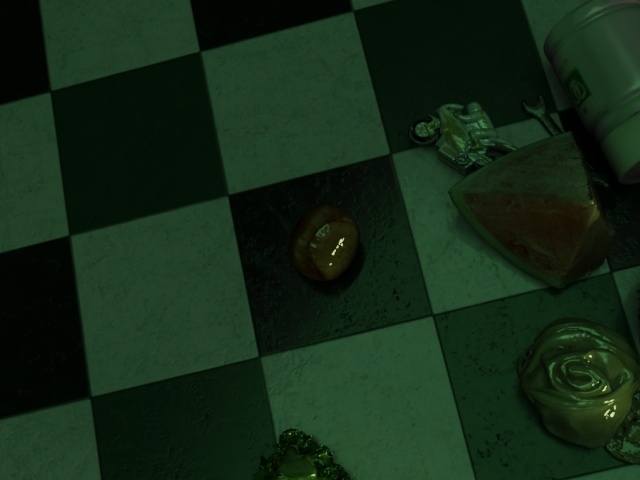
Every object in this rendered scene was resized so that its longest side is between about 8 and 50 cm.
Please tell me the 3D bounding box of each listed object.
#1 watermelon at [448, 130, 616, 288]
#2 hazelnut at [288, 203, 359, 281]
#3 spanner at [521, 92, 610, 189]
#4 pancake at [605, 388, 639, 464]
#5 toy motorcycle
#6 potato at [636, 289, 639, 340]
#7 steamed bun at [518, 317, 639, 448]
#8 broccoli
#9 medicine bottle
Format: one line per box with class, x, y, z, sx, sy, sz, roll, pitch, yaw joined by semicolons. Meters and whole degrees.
watermelon;0.403;-0.042;1.634;0.250;0.292;0.283;-29;83;21
hazelnut;0.000;0.000;1.734;0.150;0.150;0.150;-2;73;8
spanner;0.496;-0.197;1.782;0.054;0.015;0.254;-32;71;-3
pancake;0.578;0.330;1.607;0.158;0.028;0.158;-3;73;11
toy motorcycle;0.299;-0.211;1.787;0.229;0.074;0.151;31;76;18
potato;0.669;0.114;1.539;0.229;0.266;0.229;-2;77;8
steamed bun;0.458;0.241;1.578;0.211;0.144;0.218;31;82;27
broccoli;-0.038;0.443;1.601;0.195;0.156;0.195;1;41;-1
medicine bottle;0.595;-0.294;1.696;0.212;0.212;0.325;-24;71;0
